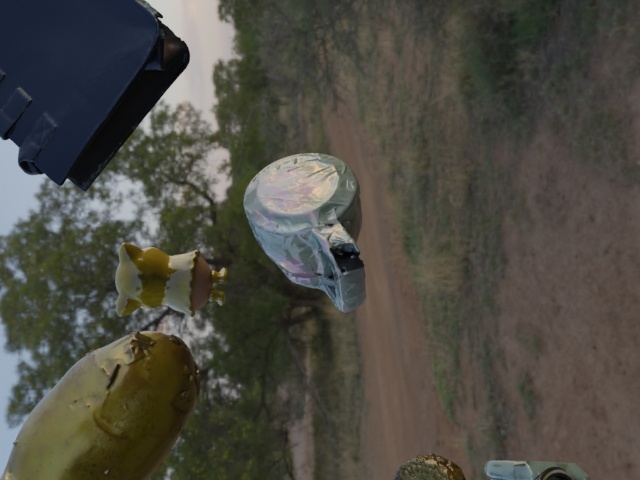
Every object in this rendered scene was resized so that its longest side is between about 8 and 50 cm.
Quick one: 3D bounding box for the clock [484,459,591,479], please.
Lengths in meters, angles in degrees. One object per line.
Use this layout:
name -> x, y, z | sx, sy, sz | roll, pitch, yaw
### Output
clock -> 0.294, 0.416, 0.874 | 0.146, 0.199, 0.244 | -18, 65, 49

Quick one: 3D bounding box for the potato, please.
potato -> -0.270, 0.241, 0.819 | 0.300, 0.173, 0.140 | -56, 8, -12

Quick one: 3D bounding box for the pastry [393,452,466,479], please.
pastry -> 0.140, 0.327, 0.853 | 0.097, 0.109, 0.057 | 59, -164, 20

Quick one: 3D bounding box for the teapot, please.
teapot -> 0.007, -0.010, 0.965 | 0.163, 0.221, 0.178 | -48, -35, -26

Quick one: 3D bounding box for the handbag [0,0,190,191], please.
handbag -> -0.414, -0.279, 1.077 | 0.329, 0.303, 0.122 | -51, -14, 5

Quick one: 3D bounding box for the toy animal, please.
toy animal -> -0.312, 0.087, 1.390 | 0.156, 0.229, 0.156 | -176, 90, -79
